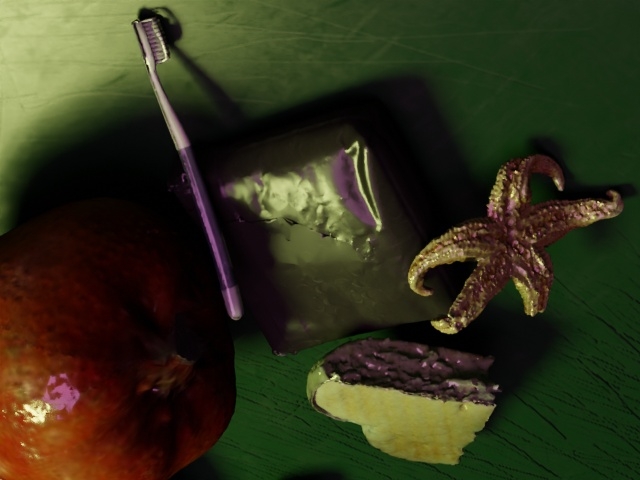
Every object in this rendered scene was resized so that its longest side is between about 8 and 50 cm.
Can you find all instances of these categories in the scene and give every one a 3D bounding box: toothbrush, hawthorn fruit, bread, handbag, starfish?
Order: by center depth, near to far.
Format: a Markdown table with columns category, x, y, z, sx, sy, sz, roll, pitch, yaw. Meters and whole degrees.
| category | x | y | z | sx | sy | sz | roll | pitch | yaw |
| --- | --- | --- | --- | --- | --- | --- | --- | --- | --- |
| toothbrush | -0.115 | -0.064 | 1.717 | 0.026 | 0.024 | 0.288 | -15 | 101 | 10 |
| starfish | 0.181 | 0.004 | 1.723 | 0.210 | 0.053 | 0.150 | -22 | 113 | -9 |
| handbag | 0.000 | 0.000 | 1.775 | 0.223 | 0.080 | 0.247 | -16 | 124 | 21 |
| hawthorn fruit | -0.228 | 0.114 | 1.785 | 0.311 | 0.295 | 0.295 | -30 | 118 | 34 |
| bread | 0.094 | 0.148 | 1.851 | 0.172 | 0.064 | 0.232 | -17 | 147 | 31 |

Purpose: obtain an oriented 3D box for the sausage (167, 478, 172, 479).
| category | x | y | z | sx | sy | sz | roll | pitch | yaw |
| --- | --- | --- | --- | --- | --- | --- | --- | --- | --- |
| sausage | -0.218 | 0.278 | 2.005 | 0.133 | 0.133 | 0.258 | -16 | 124 | 21 |
